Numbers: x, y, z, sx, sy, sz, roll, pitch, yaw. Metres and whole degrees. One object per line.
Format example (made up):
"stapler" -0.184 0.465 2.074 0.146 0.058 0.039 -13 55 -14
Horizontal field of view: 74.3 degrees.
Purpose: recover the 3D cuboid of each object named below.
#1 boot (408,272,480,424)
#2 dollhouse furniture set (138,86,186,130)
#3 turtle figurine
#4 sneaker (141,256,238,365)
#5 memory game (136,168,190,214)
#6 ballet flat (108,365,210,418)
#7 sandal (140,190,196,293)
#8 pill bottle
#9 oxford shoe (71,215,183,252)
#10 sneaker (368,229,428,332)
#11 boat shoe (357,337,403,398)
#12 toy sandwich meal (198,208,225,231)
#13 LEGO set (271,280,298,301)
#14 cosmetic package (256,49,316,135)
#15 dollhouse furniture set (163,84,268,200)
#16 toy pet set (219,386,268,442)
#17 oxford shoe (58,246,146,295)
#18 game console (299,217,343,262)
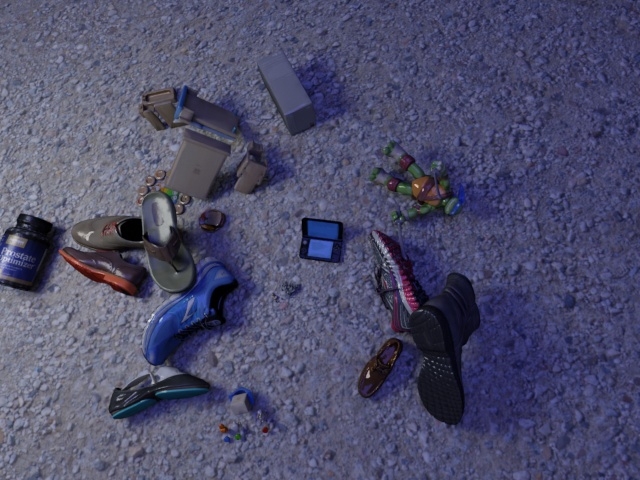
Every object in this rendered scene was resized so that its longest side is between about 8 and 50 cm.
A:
"boot" 0.339 0.269 1.057 0.118 0.337 0.223 8 26 41
"dollhouse furniture set" -0.544 -0.467 1.407 0.144 0.123 0.151 -11 71 3
"turtle figurine" 0.249 -0.148 1.166 0.275 0.197 0.266 -36 61 -23
"sneaker" -0.353 0.208 1.165 0.147 0.129 0.329 32 78 17
"memory game" -0.505 -0.148 1.358 0.187 0.012 0.186 -2 72 6
"ballet flat" -0.438 0.394 1.136 0.281 0.095 0.096 -17 59 1
"sandal" -0.431 0.002 1.143 0.120 0.086 0.302 -21 80 -5
"pill bottle" -0.910 0.035 1.287 0.123 0.123 0.219 11 74 10
"oxford shoe" -0.601 -0.034 1.269 0.349 0.130 0.122 0 72 6
"sneaker" 0.192 0.103 1.148 0.112 0.121 0.299 -34 60 26
"boat shoe" 0.154 0.329 1.103 0.064 0.060 0.178 34 79 15
"toy sandwich meal" -0.338 -0.064 1.302 0.086 0.029 0.085 -2 72 6
"LEGO set" -0.101 0.145 1.211 0.054 0.023 0.083 41 81 17
"cosmetic package" -0.108 -0.474 1.359 0.107 0.127 0.237 -23 69 -2
"dollhouse furniture set" -0.341 -0.299 1.356 0.287 0.198 0.303 18 41 -27
"toy pet set" -0.206 0.454 1.117 0.122 0.065 0.114 -14 106 5
"oxford shoe" -0.653 0.073 1.272 0.272 0.096 0.098 24 61 6
"game console" 0.000 0.000 1.221 0.122 0.071 0.107 7 73 9
